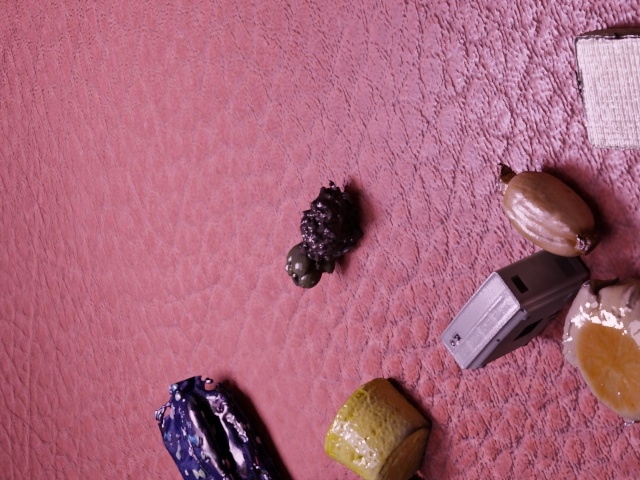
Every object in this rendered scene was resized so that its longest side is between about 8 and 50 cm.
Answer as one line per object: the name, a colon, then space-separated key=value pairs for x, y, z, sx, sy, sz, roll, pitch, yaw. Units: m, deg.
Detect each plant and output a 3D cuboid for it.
plant: x=0.000 y=0.000 z=1.944 sx=0.174 sy=0.087 sz=0.085 roll=117 pitch=154 yaw=-42

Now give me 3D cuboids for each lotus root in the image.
lotus root: x=0.241 y=-0.031 z=1.594 sx=0.150 sy=0.062 sz=0.073 roll=42 pitch=130 yaw=35

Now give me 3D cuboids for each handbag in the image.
handbag: x=-0.152 y=0.333 z=2.303 sx=0.260 sy=0.113 sz=0.162 roll=60 pitch=152 yaw=11

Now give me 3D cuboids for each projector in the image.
projector: x=0.215 y=0.076 z=1.642 sx=0.061 sy=0.115 sz=0.147 roll=55 pitch=144 yaw=17

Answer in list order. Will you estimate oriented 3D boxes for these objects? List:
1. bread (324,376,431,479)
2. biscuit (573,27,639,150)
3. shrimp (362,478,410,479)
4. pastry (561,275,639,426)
bread: x=0.072 y=0.258 z=1.959 sx=0.114 sy=0.111 sz=0.129 roll=34 pitch=138 yaw=29
biscuit: x=0.330 y=-0.145 z=1.428 sx=0.199 sy=0.040 sz=0.121 roll=10 pitch=119 yaw=53
shrimp: x=0.136 y=0.417 z=1.999 sx=0.253 sy=0.058 sz=0.173 roll=51 pitch=135 yaw=23
pastry: x=0.327 y=0.112 z=1.528 sx=0.166 sy=0.088 sz=0.166 roll=29 pitch=129 yaw=44
